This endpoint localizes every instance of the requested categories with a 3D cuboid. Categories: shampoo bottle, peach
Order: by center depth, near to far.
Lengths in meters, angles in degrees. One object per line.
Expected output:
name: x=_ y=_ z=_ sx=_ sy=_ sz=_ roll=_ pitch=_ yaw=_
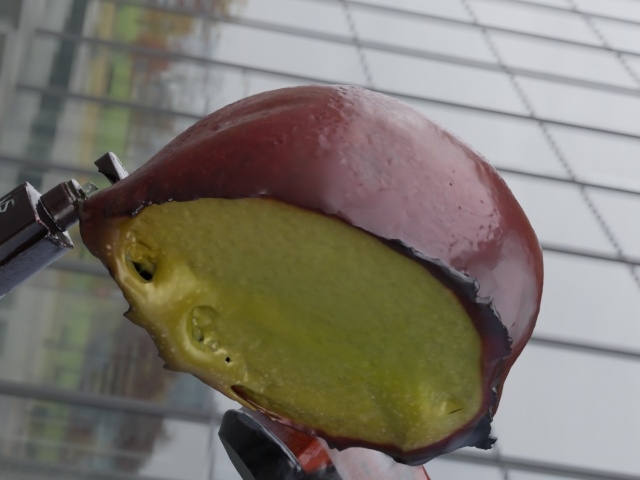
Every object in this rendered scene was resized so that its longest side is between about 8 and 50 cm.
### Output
peach: x=0.000 y=0.000 z=1.280 sx=0.201 sy=0.361 sz=0.258 roll=-79 pitch=-165 yaw=-44
shampoo bottle: x=-0.256 y=0.007 z=1.347 sx=0.068 sy=0.236 sz=0.067 roll=58 pitch=5 yaw=31

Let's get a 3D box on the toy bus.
toy bus: x=0.029 y=0.247 z=1.530 sx=0.127 sy=0.147 sz=0.303 roll=29 pitch=-31 yaw=55
